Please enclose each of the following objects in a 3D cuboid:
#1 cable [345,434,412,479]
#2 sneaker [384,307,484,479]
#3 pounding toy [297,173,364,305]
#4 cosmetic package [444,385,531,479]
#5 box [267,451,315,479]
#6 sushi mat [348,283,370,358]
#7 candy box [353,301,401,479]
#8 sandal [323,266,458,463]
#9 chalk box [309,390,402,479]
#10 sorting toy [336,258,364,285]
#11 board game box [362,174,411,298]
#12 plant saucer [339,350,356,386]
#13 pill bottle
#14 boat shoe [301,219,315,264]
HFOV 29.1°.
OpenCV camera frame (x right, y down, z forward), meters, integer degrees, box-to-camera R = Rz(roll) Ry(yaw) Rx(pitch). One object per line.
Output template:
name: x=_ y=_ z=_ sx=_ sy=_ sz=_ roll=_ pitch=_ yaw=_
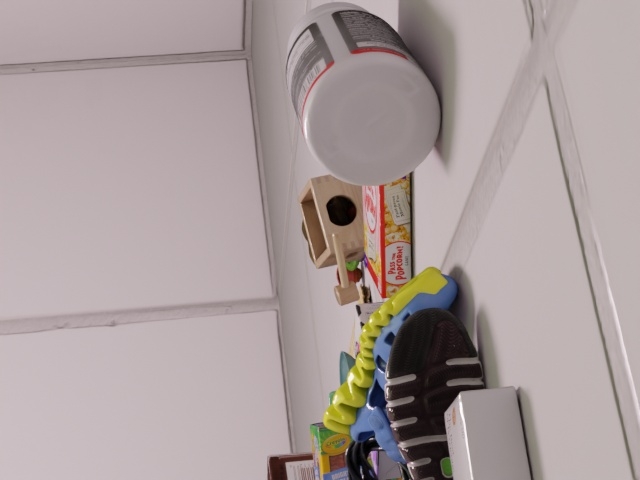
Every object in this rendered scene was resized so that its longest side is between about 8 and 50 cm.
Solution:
cable: x=0.097 y=0.333 z=1.623 sx=0.150 sy=0.047 sz=0.184 roll=11 pitch=119 yaw=54
sneaker: x=0.123 y=0.217 z=1.364 sx=0.162 sy=0.106 sz=0.281 roll=119 pitch=145 yaw=-84
pounding toy: x=0.046 y=-0.003 z=1.973 sx=0.181 sy=0.094 sz=0.206 roll=128 pitch=128 yaw=-73
cosmetic package: x=0.168 y=0.268 z=1.177 sx=0.099 sy=0.060 sz=0.239 roll=105 pitch=159 yaw=-69
box: x=-0.002 y=0.552 z=2.334 sx=0.381 sy=0.191 sz=0.143 roll=94 pitch=170 yaw=-46
sushi mat: x=0.073 y=0.214 z=2.165 sx=0.316 sy=0.019 sz=0.151 roll=97 pitch=168 yaw=-59
candy box: x=0.095 y=0.207 z=1.730 sx=0.196 sy=0.070 sz=0.165 roll=-104 pitch=12 yaw=-55
sandal: x=0.110 y=0.158 z=1.473 sx=0.138 sy=0.126 sz=0.317 roll=40 pitch=143 yaw=19
chalk box: x=0.057 y=0.335 z=1.890 sx=0.132 sy=0.132 sz=0.213 roll=134 pitch=129 yaw=-82
sorting toy: x=0.058 y=0.038 z=2.128 sx=0.061 sy=0.042 sz=0.102 roll=62 pitch=148 yaw=35
board game box: x=0.091 y=-0.036 z=1.710 sx=0.147 sy=0.045 sz=0.193 roll=-113 pitch=20 yaw=-70
plant saucer: x=0.046 y=0.215 z=1.751 sx=0.119 sy=0.021 sz=0.119 roll=174 pitch=90 yaw=-83
pill bottle: x=0.042 y=-0.192 z=1.523 sx=0.283 sy=0.161 sz=0.161 roll=-106 pitch=13 yaw=-63
boat shoe: x=-0.001 y=0.001 z=2.605 sx=0.153 sy=0.048 sz=0.056 roll=-114 pitch=31 yaw=-52
